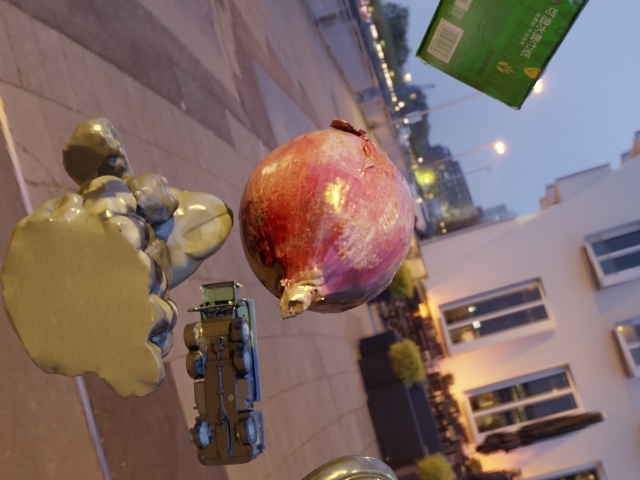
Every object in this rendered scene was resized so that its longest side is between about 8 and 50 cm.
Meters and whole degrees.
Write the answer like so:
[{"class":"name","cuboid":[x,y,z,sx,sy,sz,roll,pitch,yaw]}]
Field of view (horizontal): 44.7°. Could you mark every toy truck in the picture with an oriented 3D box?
[{"class":"toy truck","cuboid":[-0.107,0.149,0.886,0.088,0.074,0.201,35,49,-76]}]

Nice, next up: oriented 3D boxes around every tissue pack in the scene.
[{"class":"tissue pack","cuboid":[0.228,-0.288,0.881,0.156,0.148,0.209,-55,172,-37]}]

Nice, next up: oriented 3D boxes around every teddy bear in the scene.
[{"class":"teddy bear","cuboid":[-0.155,-0.011,0.637,0.251,0.144,0.171,-80,152,-62]}]

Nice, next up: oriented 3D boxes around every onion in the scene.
[{"class":"onion","cuboid":[0.000,0.000,0.659,0.195,0.160,0.159,-76,151,-52]}]

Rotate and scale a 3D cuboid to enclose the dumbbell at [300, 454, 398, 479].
[{"class":"dumbbell","cuboid":[0.055,0.242,0.519,0.254,0.110,0.110,37,-26,54]}]
